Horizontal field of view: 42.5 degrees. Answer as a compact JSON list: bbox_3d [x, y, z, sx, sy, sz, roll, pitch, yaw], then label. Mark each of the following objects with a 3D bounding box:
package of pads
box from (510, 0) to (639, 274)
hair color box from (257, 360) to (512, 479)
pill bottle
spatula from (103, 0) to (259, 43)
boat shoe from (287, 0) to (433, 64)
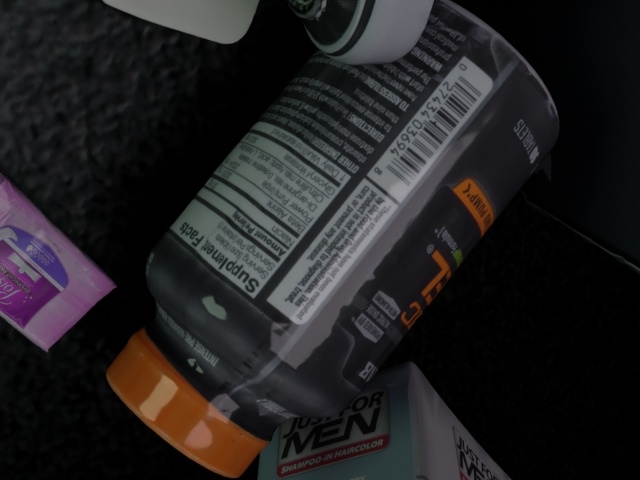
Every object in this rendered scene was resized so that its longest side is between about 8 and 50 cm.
[{"bbox_3d":[-0.144,0.011,0.396,0.050,0.032,0.083,-46,127,-11],"label":"package of pads"},{"bbox_3d":[0.366,-0.250,0.422,0.472,0.297,0.479,-17,118,-13],"label":"box"},{"bbox_3d":[0.051,0.274,0.429,0.114,0.374,0.185,-22,130,23],"label":"hair color box"},{"bbox_3d":[0.000,0.000,0.426,0.245,0.130,0.130,-51,127,-5],"label":"pill bottle"},{"bbox_3d":[-0.109,-0.198,0.344,0.242,0.019,0.168,15,101,-37],"label":"spatula"},{"bbox_3d":[-0.027,-0.218,0.316,0.105,0.113,0.306,-15,108,-25],"label":"boat shoe"}]
